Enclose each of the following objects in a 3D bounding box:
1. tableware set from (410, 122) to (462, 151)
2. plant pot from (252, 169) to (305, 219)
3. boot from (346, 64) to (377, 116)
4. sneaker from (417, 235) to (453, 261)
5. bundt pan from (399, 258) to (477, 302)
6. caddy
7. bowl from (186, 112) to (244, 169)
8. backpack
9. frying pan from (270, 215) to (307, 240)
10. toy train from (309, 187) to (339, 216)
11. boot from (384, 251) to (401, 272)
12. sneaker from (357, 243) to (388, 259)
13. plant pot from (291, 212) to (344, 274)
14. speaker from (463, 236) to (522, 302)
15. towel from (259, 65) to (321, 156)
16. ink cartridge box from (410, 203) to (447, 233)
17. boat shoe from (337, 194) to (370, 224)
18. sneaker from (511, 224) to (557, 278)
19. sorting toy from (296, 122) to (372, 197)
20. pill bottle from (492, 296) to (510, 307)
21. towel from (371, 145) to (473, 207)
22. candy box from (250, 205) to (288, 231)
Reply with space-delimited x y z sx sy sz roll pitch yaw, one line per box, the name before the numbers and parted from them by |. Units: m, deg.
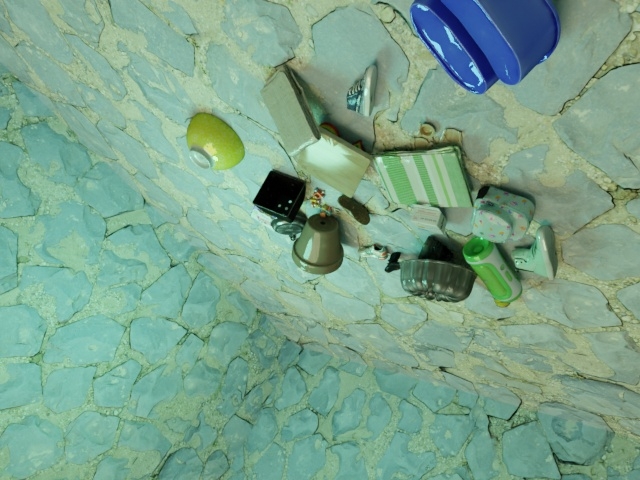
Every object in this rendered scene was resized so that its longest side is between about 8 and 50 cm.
tableware set | 0.376 -0.320 1.391 0.168 0.020 0.141 23 151 15
plant pot | -0.176 -0.184 1.992 0.187 0.188 0.167 22 162 17
boot | 0.124 -0.472 1.338 0.086 0.069 0.190 21 152 13
sneaker | 0.493 0.083 1.854 0.130 0.087 0.227 30 147 16
bundt pan | 0.489 0.183 1.813 0.330 0.124 0.331 12 166 3
caddy | 0.370 -0.500 0.952 0.341 0.179 0.241 42 174 -20
bowl | -0.511 -0.418 1.953 0.289 0.156 0.289 24 151 14
backpack | 0.608 -0.079 1.428 0.188 0.144 0.166 17 144 21
frying pan | -0.184 -0.052 2.252 0.197 0.053 0.326 7 155 -20
toy train | 0.006 -0.165 1.972 0.166 0.046 0.125 45 149 -24
boot | 0.352 0.096 1.999 0.045 0.099 0.121 38 150 -10
sneaker | 0.252 0.044 2.074 0.161 0.057 0.075 11 130 35
plant pot | 0.000 0.000 2.070 0.263 0.263 0.229 24 133 14
speaker | 0.684 0.118 1.686 0.131 0.131 0.296 -9 133 50
towel | -0.108 -0.453 1.513 0.187 0.049 0.282 -17 98 55
ink cartridge box | 0.410 -0.080 1.621 0.104 0.062 0.181 13 174 28
boat shoe | 0.147 -0.137 1.877 0.178 0.064 0.060 39 -179 -12
sneaker | 0.753 0.041 1.528 0.151 0.094 0.256 10 144 40
sorting toy | 0.059 -0.320 1.625 0.257 0.089 0.255 30 152 2
pill bottle | 0.779 0.237 1.847 0.065 0.065 0.116 2 140 42
towel | 0.356 -0.219 1.503 0.324 0.038 0.248 5 138 41
candy box | -0.270 -0.147 2.242 0.165 0.070 0.196 33 152 -4
